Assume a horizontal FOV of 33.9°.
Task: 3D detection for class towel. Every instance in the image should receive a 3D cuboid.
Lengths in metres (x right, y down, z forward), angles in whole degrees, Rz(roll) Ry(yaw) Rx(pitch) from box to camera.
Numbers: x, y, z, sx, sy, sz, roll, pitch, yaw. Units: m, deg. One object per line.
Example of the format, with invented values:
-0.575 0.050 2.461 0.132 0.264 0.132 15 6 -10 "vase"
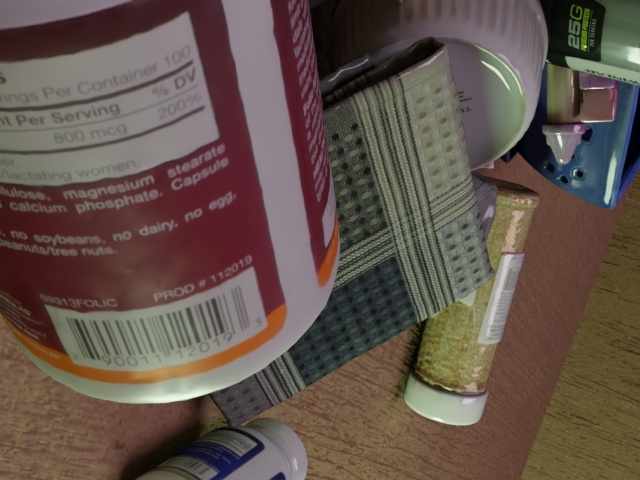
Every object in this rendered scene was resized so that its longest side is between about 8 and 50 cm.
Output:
0.000 0.000 0.920 0.312 0.056 0.324 -29 139 -8 "towel"

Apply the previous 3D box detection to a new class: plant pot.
0.383 -0.222 1.542 0.236 0.212 0.236 -47 148 -42 "plant pot"

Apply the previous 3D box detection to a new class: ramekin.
0.105 -0.153 0.962 0.207 0.207 0.109 81 12 -47 "ramekin"

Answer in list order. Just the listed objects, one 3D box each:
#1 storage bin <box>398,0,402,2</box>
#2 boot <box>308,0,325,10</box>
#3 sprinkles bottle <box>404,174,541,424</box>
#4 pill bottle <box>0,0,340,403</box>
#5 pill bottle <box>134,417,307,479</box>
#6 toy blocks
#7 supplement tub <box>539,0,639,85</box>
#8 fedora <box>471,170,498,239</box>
0.095 -0.375 0.807 0.260 0.123 0.262 -61 179 -20 "storage bin"
-0.061 -0.151 0.837 0.198 0.077 0.137 -27 138 -40 "boot"
0.220 0.087 1.537 0.121 0.121 0.355 -13 119 -62 "sprinkles bottle"
-0.116 -0.111 0.546 0.224 0.224 0.392 -54 151 -34 "pill bottle"
-0.092 0.239 0.994 0.187 0.112 0.112 -22 127 -59 "pill bottle"
0.320 -0.220 1.282 0.309 0.289 0.260 -19 108 -64 "toy blocks"
0.227 -0.275 1.043 0.193 0.316 0.193 -44 144 -45 "supplement tub"
0.132 -0.026 1.260 0.275 0.124 0.243 -37 140 -52 "fedora"
